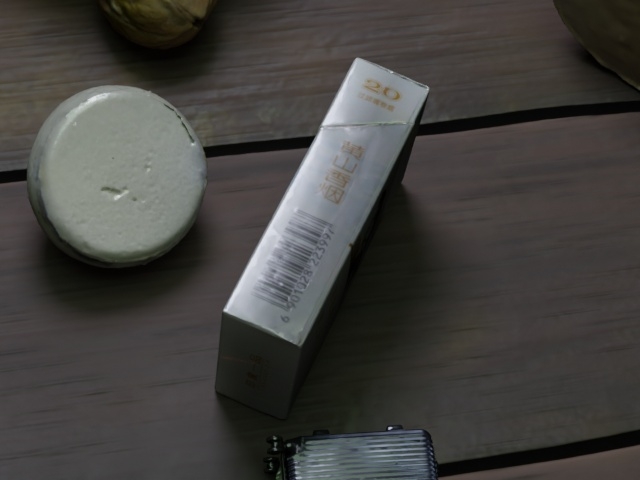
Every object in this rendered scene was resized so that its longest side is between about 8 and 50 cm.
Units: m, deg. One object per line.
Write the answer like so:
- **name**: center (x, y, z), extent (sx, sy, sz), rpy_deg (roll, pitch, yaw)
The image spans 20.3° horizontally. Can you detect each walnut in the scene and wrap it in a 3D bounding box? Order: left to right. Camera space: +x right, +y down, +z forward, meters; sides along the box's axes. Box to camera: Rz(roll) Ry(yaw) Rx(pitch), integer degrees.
- **walnut**: center (-0.136, -0.213, 1.431), extent (0.105, 0.105, 0.124), rpy_deg (-35, 79, -20)

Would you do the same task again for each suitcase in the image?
- **suitcase**: center (0.025, 0.180, 1.274), extent (0.126, 0.059, 0.086), rpy_deg (-3, 66, -8)

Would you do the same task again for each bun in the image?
- **bun**: center (-0.159, -0.051, 1.353), extent (0.138, 0.094, 0.138), rpy_deg (-4, 101, -20)

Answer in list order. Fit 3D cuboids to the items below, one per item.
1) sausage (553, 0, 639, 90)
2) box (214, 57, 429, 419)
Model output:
- **sausage**: center (0.347, -0.271, 1.442), extent (0.233, 0.233, 0.287), rpy_deg (32, 63, 10)
- **box**: center (0.000, -0.001, 1.311), extent (0.067, 0.149, 0.233), rpy_deg (25, 64, 4)
